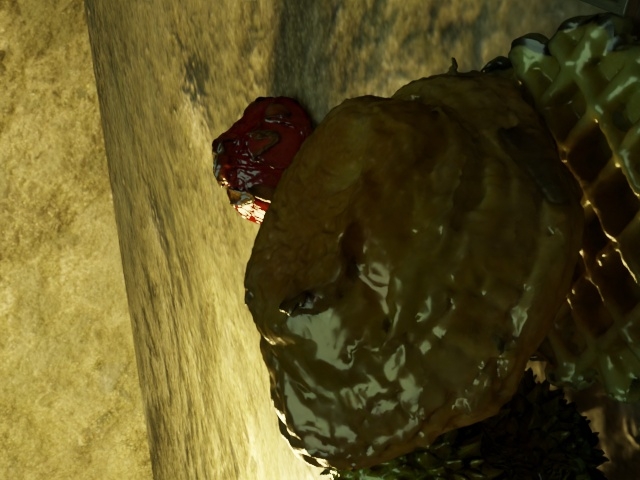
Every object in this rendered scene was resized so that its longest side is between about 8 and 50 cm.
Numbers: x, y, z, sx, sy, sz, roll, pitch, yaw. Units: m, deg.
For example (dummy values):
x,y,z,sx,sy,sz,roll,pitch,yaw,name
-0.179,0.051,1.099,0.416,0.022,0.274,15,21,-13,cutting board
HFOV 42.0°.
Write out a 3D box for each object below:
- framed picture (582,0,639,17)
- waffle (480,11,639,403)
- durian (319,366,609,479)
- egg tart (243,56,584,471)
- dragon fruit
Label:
x,y,z,sx,sy,sz,roll,pitch,yaw,name
0.190,-0.300,0.668,0.250,0.016,0.184,-132,45,-52,framed picture
0.222,-0.025,0.695,0.297,0.073,0.317,-157,61,-63,waffle
0.132,0.225,0.777,0.291,0.291,0.224,62,145,32,durian
0.051,0.008,0.680,0.351,0.153,0.339,-54,28,7,egg tart
-0.103,-0.111,1.282,0.218,0.148,0.224,111,141,-52,dragon fruit
